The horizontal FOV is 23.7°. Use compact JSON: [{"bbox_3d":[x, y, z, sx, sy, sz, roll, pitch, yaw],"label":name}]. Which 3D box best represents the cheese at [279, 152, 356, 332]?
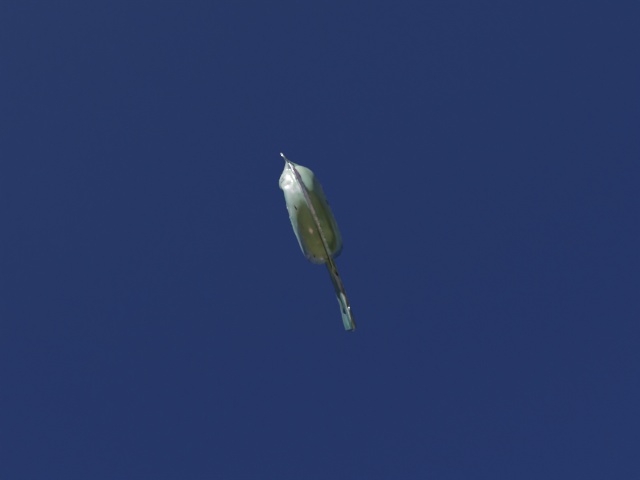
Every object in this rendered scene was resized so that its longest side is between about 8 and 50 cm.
[{"bbox_3d":[0.000,0.000,0.955,0.026,0.067,0.120,-21,-95,-2],"label":"cheese"}]
